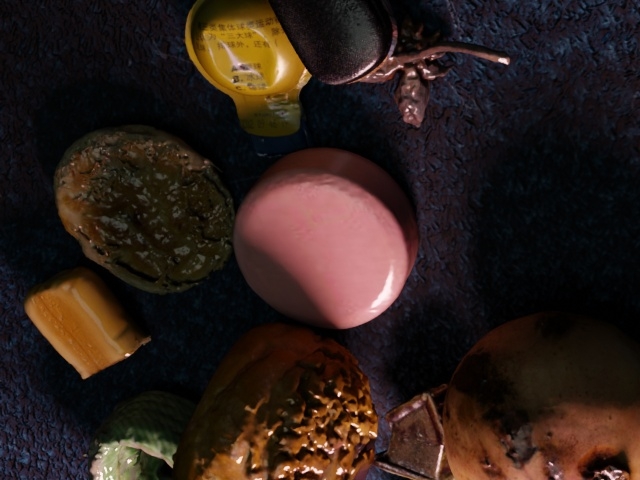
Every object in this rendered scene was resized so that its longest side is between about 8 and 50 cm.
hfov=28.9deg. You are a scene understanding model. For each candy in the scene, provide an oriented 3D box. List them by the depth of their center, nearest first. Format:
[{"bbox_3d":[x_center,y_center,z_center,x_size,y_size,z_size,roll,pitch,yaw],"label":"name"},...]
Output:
[{"bbox_3d":[0.000,0.000,1.649,0.255,0.094,0.255,8,120,14],"label":"candy"}]

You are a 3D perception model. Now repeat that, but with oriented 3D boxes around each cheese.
[{"bbox_3d":[-0.081,-0.218,1.583,0.177,0.069,0.270,-3,126,20],"label":"cheese"}]

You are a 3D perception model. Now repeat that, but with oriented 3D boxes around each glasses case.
[{"bbox_3d":[-0.016,-0.336,1.457,0.122,0.082,0.321,-28,86,34],"label":"glasses case"}]

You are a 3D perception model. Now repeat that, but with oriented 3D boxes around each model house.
[{"bbox_3d":[0.169,0.248,1.706,0.106,0.165,0.152,29,120,38],"label":"model house"}]

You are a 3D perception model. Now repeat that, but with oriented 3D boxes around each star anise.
[{"bbox_3d":[0.119,-0.189,1.451,0.219,0.227,0.148,-15,104,13],"label":"star anise"}]

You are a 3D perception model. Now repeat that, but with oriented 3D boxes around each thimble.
[{"bbox_3d":[-0.239,0.336,1.874,0.219,0.150,0.219,8,119,15],"label":"thimble"}]

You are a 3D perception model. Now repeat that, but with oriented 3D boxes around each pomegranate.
[{"bbox_3d":[0.308,0.243,1.563,0.322,0.322,0.322,8,118,15],"label":"pomegranate"}]

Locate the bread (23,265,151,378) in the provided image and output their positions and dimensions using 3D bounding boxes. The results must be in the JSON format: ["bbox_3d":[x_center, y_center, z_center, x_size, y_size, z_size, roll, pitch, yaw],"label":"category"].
[{"bbox_3d":[-0.345,0.116,1.836,0.134,0.085,0.173,-26,106,32],"label":"bread"}]

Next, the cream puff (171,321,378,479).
[{"bbox_3d":[-0.047,0.279,1.669,0.231,0.327,0.343,23,142,11],"label":"cream puff"}]

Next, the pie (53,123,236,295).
[{"bbox_3d":[-0.247,-0.041,1.741,0.274,0.055,0.274,7,122,12],"label":"pie"}]
